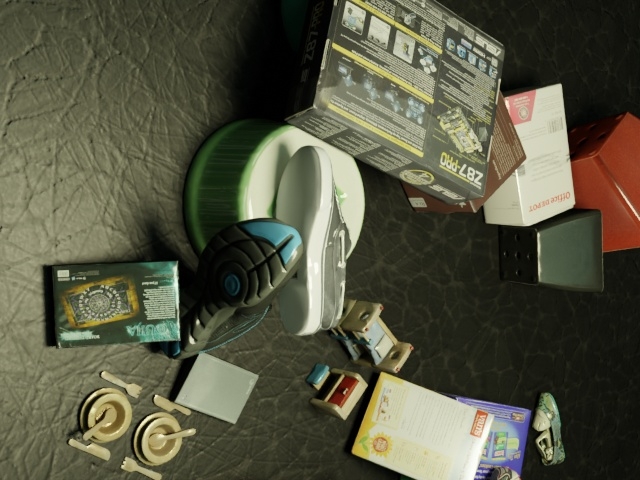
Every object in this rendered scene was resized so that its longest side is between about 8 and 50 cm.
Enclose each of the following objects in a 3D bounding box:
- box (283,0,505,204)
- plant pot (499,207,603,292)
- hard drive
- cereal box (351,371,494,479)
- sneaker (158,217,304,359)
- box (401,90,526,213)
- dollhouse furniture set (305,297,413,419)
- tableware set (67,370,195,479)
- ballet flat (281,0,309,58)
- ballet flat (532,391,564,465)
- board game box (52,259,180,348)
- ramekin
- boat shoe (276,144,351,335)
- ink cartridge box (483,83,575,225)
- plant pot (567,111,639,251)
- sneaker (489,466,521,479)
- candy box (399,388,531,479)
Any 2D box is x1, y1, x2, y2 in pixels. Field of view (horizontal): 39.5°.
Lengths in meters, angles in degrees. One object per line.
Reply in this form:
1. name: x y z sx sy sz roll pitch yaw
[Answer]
1. box: 0.144 -0.278 1.548 0.395 0.097 0.318 22 67 -32
2. plant pot: 0.509 0.024 2.021 0.167 0.188 0.187 -6 97 -28
3. hard drive: -0.179 0.249 1.517 0.135 0.022 0.094 30 84 -38
4. cereal box: 0.200 0.381 1.749 0.240 0.047 0.173 21 74 6
5. sneaker: -0.126 0.068 1.394 0.140 0.341 0.125 -5 65 -47
6. box: 0.275 -0.179 1.800 0.203 0.168 0.167 -43 118 -31
7. dollhouse furniture set: 0.055 0.221 1.658 0.183 0.129 0.129 -54 123 -25
8. tableware set: -0.294 0.301 1.420 0.194 0.039 0.128 35 70 -37
9. ballet flat: -0.001 -0.342 1.611 0.096 0.095 0.280 -40 128 -43
10. ballet flat: 0.544 0.459 2.144 0.070 0.070 0.188 -25 105 -37
11. board game box: -0.308 0.096 1.354 0.186 0.026 0.126 -2 93 -16
12. ramekin: -0.066 -0.062 1.524 0.303 0.148 0.303 -3 95 -41
13. boat shoe: 0.000 0.000 1.416 0.102 0.108 0.301 -5 98 -41
14. ink cartridge box: 0.450 -0.191 1.985 0.207 0.117 0.283 -19 104 -39
15. plant pot: 0.681 -0.147 2.113 0.267 0.267 0.235 -47 108 -29
16. sneaker: 0.294 0.542 1.748 0.299 0.112 0.121 -38 157 -41
17. candy box: 0.301 0.493 1.893 0.268 0.122 0.317 18 80 -40
